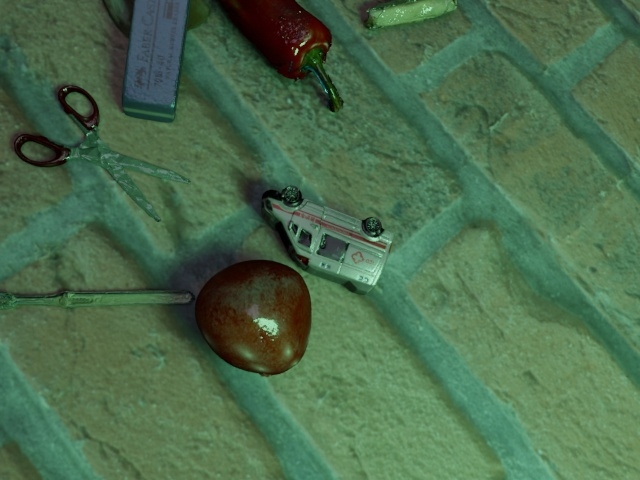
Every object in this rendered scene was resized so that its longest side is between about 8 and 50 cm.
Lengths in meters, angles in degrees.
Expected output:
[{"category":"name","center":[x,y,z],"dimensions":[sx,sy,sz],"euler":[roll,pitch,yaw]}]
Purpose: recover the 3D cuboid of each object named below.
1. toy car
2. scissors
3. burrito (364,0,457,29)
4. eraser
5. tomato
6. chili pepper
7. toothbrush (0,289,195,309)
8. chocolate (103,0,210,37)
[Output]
[{"category":"toy car","center":[0.000,0.000,0.808],"dimensions":[0.210,0.089,0.108],"euler":[21,78,-6]},{"category":"scissors","center":[-0.327,-0.127,0.829],"dimensions":[0.248,0.017,0.144],"euler":[32,73,0]},{"category":"burrito","center":[0.164,-0.414,0.969],"dimensions":[0.185,0.041,0.045],"euler":[-15,120,-13]},{"category":"eraser","center":[-0.252,-0.300,0.835],"dimensions":[0.082,0.036,0.225],"euler":[9,95,-9]},{"category":"tomato","center":[-0.087,0.099,0.736],"dimensions":[0.167,0.167,0.167],"euler":[2,75,-8]},{"category":"chili pepper","center":[-0.085,-0.371,0.883],"dimensions":[0.110,0.110,0.387],"euler":[-38,81,-16]},{"category":"toothbrush","center":[-0.329,0.083,0.769],"dimensions":[0.294,0.028,0.026],"euler":[1,76,-14]},{"category":"chocolate","center":[-0.301,-0.457,0.887],"dimensions":[0.157,0.080,0.254],"euler":[-28,81,-14]}]
